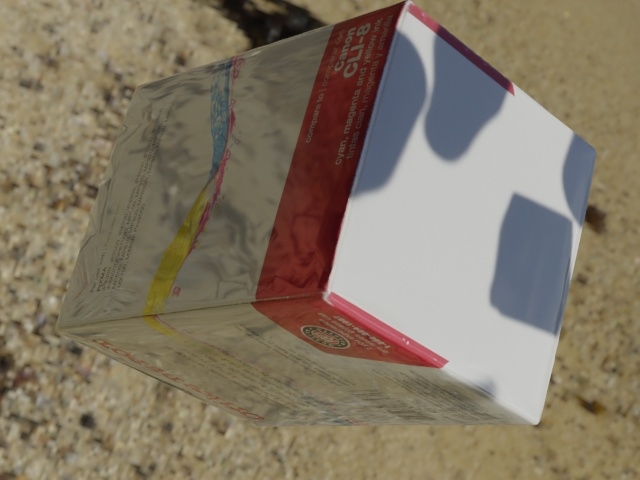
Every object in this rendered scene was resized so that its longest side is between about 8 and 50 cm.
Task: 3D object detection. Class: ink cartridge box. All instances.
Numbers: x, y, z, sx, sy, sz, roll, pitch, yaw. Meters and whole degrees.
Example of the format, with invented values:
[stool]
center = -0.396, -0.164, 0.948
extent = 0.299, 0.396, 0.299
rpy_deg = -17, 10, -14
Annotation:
[ink cartridge box]
center = 0.000, 0.000, 0.623
extent = 0.128, 0.176, 0.127
rpy_deg = 31, 63, -36
